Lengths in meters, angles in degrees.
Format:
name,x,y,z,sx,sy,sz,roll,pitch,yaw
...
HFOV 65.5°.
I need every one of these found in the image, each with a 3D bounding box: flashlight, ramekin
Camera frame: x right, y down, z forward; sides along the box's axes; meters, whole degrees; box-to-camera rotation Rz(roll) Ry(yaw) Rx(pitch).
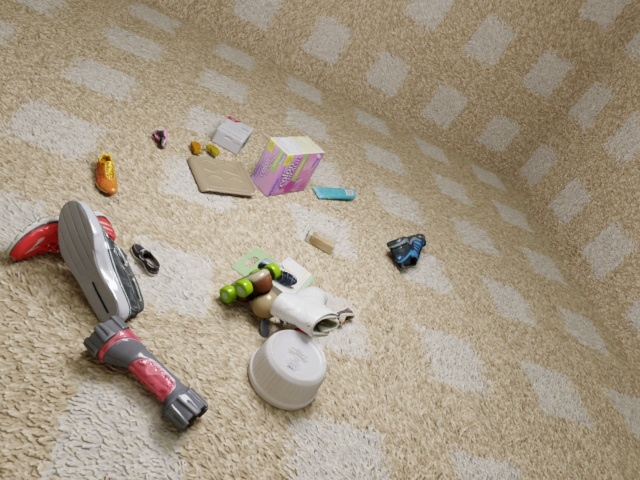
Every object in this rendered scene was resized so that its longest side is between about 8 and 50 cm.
name,x,y,z,sx,sy,sz,roll,pitch,yaw
flashlight,-0.396,0.304,1.129,0.304,0.103,0.103,40,59,11
ramekin,-0.080,0.339,1.344,0.207,0.109,0.207,23,33,-16

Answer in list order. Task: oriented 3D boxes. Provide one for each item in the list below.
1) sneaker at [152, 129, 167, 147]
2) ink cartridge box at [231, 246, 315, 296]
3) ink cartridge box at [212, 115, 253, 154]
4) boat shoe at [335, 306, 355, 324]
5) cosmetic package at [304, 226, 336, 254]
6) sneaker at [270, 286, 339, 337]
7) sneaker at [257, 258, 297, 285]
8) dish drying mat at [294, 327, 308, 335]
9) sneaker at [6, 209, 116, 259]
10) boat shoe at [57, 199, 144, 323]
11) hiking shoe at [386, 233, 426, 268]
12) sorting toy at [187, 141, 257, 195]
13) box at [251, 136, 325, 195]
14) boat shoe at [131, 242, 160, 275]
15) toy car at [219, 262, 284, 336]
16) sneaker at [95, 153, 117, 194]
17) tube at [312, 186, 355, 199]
name,x,y,z,sx,sy,sz,roll,pitch,yaw
sneaker,-0.625,-0.397,1.935,0.057,0.047,0.119,7,32,-24
ink cartridge box,-0.151,0.106,1.652,0.235,0.056,0.171,38,33,4
ink cartridge box,-0.387,-0.467,2.202,0.128,0.072,0.175,29,32,-7
boat shoe,0.066,0.257,1.642,0.043,0.049,0.137,46,30,17
cosmetic package,0.000,0.000,1.935,0.115,0.041,0.060,29,32,-6
sneaker,-0.011,0.223,1.495,0.169,0.108,0.293,27,12,22
sneaker,-0.130,0.094,1.588,0.135,0.052,0.058,30,29,-3
dish drying mat,-0.046,0.299,1.522,0.032,0.008,0.083,-10,51,-49
sneaker,-0.665,-0.001,1.310,0.118,0.107,0.279,52,38,9
boat shoe,-0.559,0.056,1.273,0.334,0.121,0.119,67,19,4
hiking shoe,0.384,0.049,2.174,0.304,0.113,0.131,-10,81,-55
sorting toy,-0.405,-0.280,1.973,0.229,0.041,0.307,0,44,-35
box,-0.136,-0.313,2.078,0.117,0.213,0.243,47,34,22
boat shoe,-0.504,0.047,1.437,0.046,0.038,0.125,-11,52,-48
toy car,-0.178,0.187,1.487,0.155,0.149,0.188,-30,95,-48
sneaker,-0.691,-0.216,1.606,0.064,0.067,0.175,3,44,-41
tube,0.065,-0.216,2.283,0.207,0.052,0.080,0,39,-33
